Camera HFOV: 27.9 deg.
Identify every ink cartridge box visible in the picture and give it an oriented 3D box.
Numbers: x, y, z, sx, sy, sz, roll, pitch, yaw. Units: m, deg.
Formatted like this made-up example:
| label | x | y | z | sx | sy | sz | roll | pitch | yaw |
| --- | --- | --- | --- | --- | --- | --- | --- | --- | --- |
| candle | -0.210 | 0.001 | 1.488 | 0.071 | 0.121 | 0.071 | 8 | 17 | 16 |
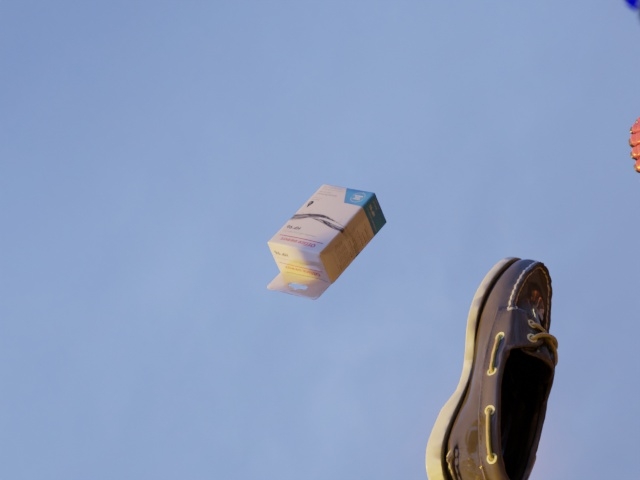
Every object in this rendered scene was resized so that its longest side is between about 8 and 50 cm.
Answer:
| label | x | y | z | sx | sy | sz | roll | pitch | yaw |
| --- | --- | --- | --- | --- | --- | --- | --- | --- | --- |
| ink cartridge box | 0.000 | 0.000 | 0.869 | 0.083 | 0.048 | 0.028 | -48 | -49 | -32 |

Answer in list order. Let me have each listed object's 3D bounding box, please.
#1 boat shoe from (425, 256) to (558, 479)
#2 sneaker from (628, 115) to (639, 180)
| label | x | y | z | sx | sy | sz | roll | pitch | yaw |
| --- | --- | --- | --- | --- | --- | --- | --- | --- | --- |
| boat shoe | 0.151 | 0.104 | 1.006 | 0.081 | 0.069 | 0.227 | 47 | -131 | -32 |
| sneaker | 0.270 | -0.021 | 0.862 | 0.088 | 0.225 | 0.093 | 21 | -41 | -29 |
